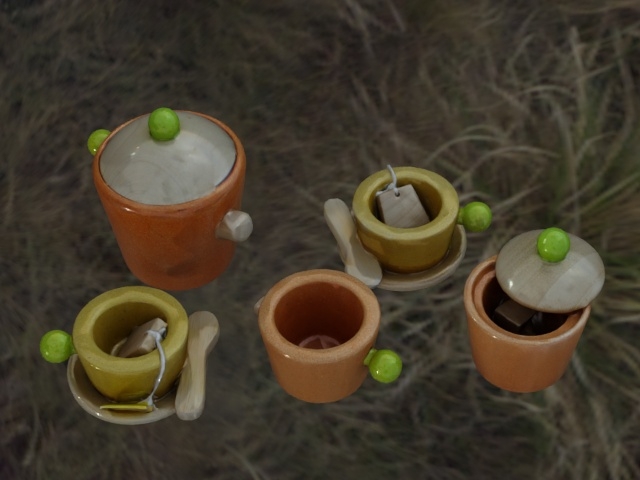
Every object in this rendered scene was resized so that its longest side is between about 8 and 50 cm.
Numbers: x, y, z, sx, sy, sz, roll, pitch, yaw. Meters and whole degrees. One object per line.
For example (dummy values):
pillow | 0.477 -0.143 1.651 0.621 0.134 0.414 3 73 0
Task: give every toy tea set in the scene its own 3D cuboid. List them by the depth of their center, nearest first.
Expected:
toy tea set | 0.000 0.000 0.844 0.336 0.124 0.200 -2 46 0
